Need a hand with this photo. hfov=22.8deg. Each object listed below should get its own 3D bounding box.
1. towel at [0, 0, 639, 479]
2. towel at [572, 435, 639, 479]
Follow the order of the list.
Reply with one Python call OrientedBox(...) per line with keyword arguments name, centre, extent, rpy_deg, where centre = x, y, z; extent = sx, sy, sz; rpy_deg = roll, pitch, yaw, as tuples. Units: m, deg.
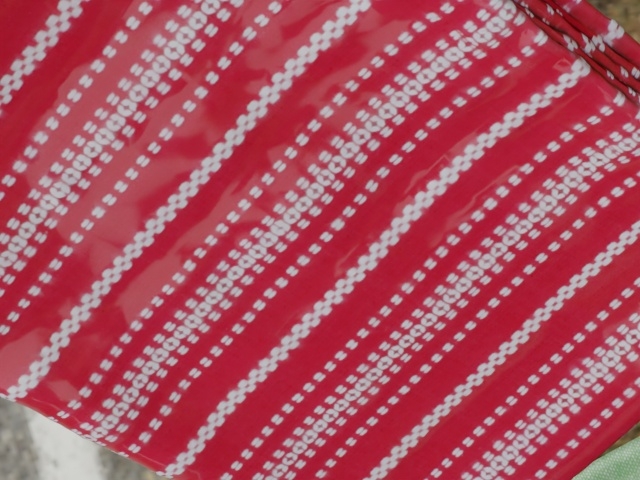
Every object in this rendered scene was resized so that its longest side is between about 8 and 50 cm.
OrientedBox(name="towel", centre=(0.000, 0.000, 0.447), extent=(0.199, 0.275, 0.031), rpy_deg=(-44, 34, 21))
OrientedBox(name="towel", centre=(0.202, 0.218, 0.601), extent=(0.248, 0.038, 0.325), rpy_deg=(-29, 73, 3))
